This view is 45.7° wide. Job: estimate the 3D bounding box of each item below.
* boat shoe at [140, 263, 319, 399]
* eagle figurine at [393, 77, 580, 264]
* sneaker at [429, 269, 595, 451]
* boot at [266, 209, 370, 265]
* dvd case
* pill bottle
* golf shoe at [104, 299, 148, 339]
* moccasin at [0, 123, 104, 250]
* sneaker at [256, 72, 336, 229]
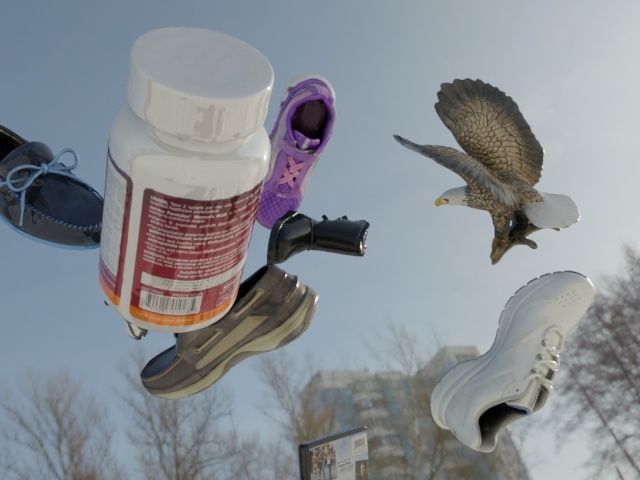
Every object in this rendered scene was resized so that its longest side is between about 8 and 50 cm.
[{"bbox_3d":[-0.169,0.138,1.238,0.355,0.132,0.130,-31,-70,21],"label":"boat shoe"},{"bbox_3d":[0.281,-0.115,1.307,0.225,0.226,0.298,-27,-70,5],"label":"eagle figurine"},{"bbox_3d":[0.287,0.174,1.057,0.111,0.129,0.297,35,-85,-26],"label":"sneaker"},{"bbox_3d":[0.000,0.001,0.840,0.099,0.121,0.045,11,-68,9],"label":"boot"},{"bbox_3d":[0.030,0.463,1.313,0.022,0.253,0.180,-6,-5,38],"label":"dvd case"},{"bbox_3d":[-0.106,-0.042,0.591,0.121,0.121,0.221,-2,-47,-24],"label":"pill bottle"},{"bbox_3d":[-0.283,0.087,1.147,0.093,0.077,0.198,24,-34,-12],"label":"golf shoe"},{"bbox_3d":[-0.463,-0.098,1.172,0.138,0.341,0.117,-44,-25,-51],"label":"moccasin"},{"bbox_3d":[-0.039,-0.124,1.092,0.095,0.104,0.237,18,-80,-19],"label":"sneaker"}]
